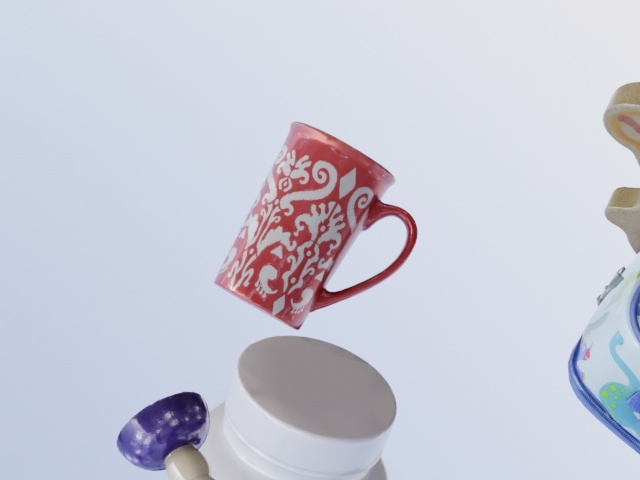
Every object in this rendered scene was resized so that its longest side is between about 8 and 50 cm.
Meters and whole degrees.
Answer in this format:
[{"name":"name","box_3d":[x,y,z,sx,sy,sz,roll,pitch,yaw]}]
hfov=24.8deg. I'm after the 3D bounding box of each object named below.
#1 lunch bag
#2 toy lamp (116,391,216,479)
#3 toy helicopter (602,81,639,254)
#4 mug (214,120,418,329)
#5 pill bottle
[{"name":"lunch bag","box_3d":[0.268,0.093,0.898,0.219,0.090,0.176,40,-134,3]},{"name":"toy lamp","box_3d":[-0.047,0.228,0.959,0.080,0.080,0.274,3,-137,-50]},{"name":"toy helicopter","box_3d":[0.398,-0.039,1.513,0.235,0.140,0.355,8,151,38]},{"name":"mug","box_3d":[-0.006,-0.004,1.346,0.150,0.169,0.113,27,175,30]},{"name":"pill bottle","box_3d":[-0.060,0.315,1.568,0.229,0.407,0.229,14,-151,-8]}]
